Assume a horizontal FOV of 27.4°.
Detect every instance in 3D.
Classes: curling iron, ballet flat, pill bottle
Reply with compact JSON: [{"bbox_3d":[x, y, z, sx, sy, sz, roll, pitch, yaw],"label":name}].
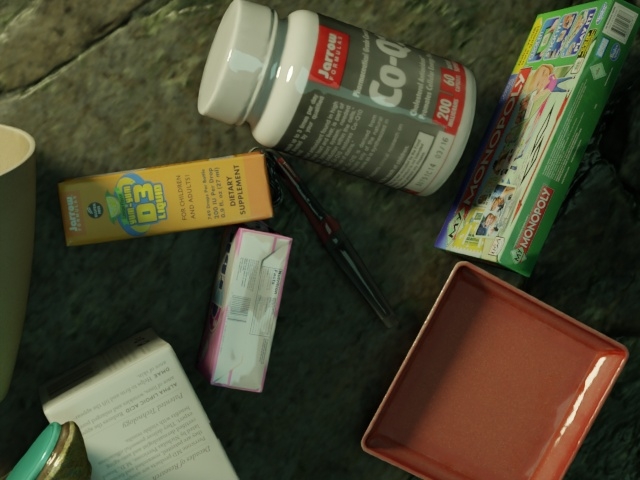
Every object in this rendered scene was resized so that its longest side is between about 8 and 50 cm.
[{"bbox_3d":[0.000,0.000,1.554,0.068,0.035,0.274,-43,102,-3],"label":"curling iron"},{"bbox_3d":[-0.303,0.287,1.371,0.123,0.348,0.123,21,51,-28],"label":"ballet flat"},{"bbox_3d":[0.017,-0.164,1.479,0.283,0.161,0.161,17,90,-15],"label":"pill bottle"}]

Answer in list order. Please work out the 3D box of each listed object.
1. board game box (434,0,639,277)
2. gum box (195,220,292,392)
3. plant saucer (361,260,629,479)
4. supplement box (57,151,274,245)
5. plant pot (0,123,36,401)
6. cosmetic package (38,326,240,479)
[{"bbox_3d":[0.247,-0.119,1.515,0.046,0.213,0.317,25,88,-15],"label":"board game box"},{"bbox_3d":[-0.088,0.069,1.499,0.062,0.107,0.188,11,92,-15],"label":"gum box"},{"bbox_3d":[0.210,0.188,1.609,0.259,0.048,0.258,27,92,-16],"label":"plant saucer"},{"bbox_3d":[-0.172,-0.046,1.468,0.233,0.080,0.078,-9,96,-2],"label":"supplement box"},{"bbox_3d":[-0.409,0.043,1.365,0.256,0.256,0.274,-8,113,-14],"label":"plant pot"},{"bbox_3d":[-0.203,0.218,1.459,0.151,0.151,0.184,-28,102,-11],"label":"cosmetic package"}]
